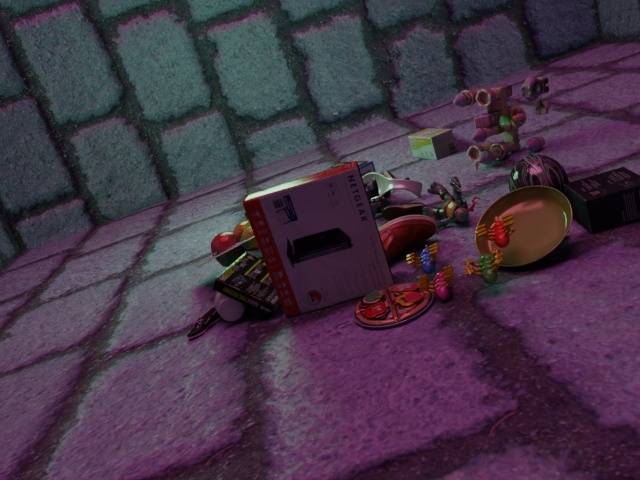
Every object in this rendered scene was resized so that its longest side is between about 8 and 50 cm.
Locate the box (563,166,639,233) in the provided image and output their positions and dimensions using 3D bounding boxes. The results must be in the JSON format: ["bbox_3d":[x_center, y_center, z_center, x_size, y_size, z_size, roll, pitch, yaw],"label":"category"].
[{"bbox_3d":[0.716,-0.103,1.491,0.158,0.093,0.156,-16,19,8],"label":"box"}]

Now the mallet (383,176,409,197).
[{"bbox_3d":[0.294,-0.212,2.346,0.189,0.039,0.062,-26,19,-32],"label":"mallet"}]

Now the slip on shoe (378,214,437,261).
[{"bbox_3d":[0.184,0.019,1.696,0.331,0.123,0.101,-18,50,-12],"label":"slip on shoe"}]

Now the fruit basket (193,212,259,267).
[{"bbox_3d":[-0.251,0.011,1.985,0.353,0.165,0.327,-35,8,-15],"label":"fruit basket"}]

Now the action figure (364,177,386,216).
[{"bbox_3d":[0.081,-0.111,2.102,0.285,0.099,0.185,-22,59,-7],"label":"action figure"}]

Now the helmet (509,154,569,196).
[{"bbox_3d":[0.598,-0.152,1.644,0.169,0.162,0.169,-18,18,6],"label":"helmet"}]

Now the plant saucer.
[{"bbox_3d":[0.496,-0.029,1.460,0.241,0.037,0.241,-26,39,24],"label":"plant saucer"}]

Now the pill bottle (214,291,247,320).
[{"bbox_3d":[-0.255,0.166,1.713,0.094,0.094,0.169,-21,18,-3],"label":"pill bottle"}]

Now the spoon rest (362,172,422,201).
[{"bbox_3d":[0.237,-0.194,2.227,0.276,0.137,0.084,-1,-18,38],"label":"spoon rest"}]

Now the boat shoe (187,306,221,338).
[{"bbox_3d":[-0.331,0.232,1.691,0.046,0.038,0.125,-1,25,45],"label":"boat shoe"}]

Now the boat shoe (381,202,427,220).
[{"bbox_3d":[0.282,-0.097,1.997,0.152,0.056,0.049,-2,18,20],"label":"boat shoe"}]

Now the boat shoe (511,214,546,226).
[{"bbox_3d":[0.539,-0.032,1.527,0.190,0.068,0.072,-6,7,33],"label":"boat shoe"}]

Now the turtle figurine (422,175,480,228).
[{"bbox_3d":[0.383,-0.099,1.803,0.175,0.118,0.234,-60,16,7],"label":"turtle figurine"}]

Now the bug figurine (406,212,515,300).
[{"bbox_3d":[0.339,0.046,1.420,0.279,0.072,0.216,-23,29,28],"label":"bug figurine"}]

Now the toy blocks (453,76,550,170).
[{"bbox_3d":[0.642,-0.426,2.201,0.260,0.289,0.309,-25,20,-36],"label":"toy blocks"}]

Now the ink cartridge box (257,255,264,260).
[{"bbox_3d":[-0.152,0.090,1.878,0.311,0.065,0.186,-20,15,8],"label":"ink cartridge box"}]

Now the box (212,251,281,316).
[{"bbox_3d":[-0.177,0.119,1.685,0.184,0.045,0.191,22,28,10],"label":"box"}]

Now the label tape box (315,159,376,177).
[{"bbox_3d":[0.047,-0.253,2.599,0.240,0.106,0.333,-30,21,-32],"label":"label tape box"}]

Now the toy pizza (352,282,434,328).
[{"bbox_3d":[0.170,0.146,1.432,0.201,0.032,0.201,-18,18,6],"label":"toy pizza"}]

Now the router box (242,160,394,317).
[{"bbox_3d":[0.000,0.000,1.541,0.301,0.335,0.082,-17,17,8],"label":"router box"}]

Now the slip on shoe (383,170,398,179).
[{"bbox_3d":[0.283,-0.249,2.454,0.041,0.051,0.135,-57,22,14],"label":"slip on shoe"}]

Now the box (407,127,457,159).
[{"bbox_3d":[0.492,-0.429,2.651,0.114,0.103,0.203,-24,19,-15],"label":"box"}]
